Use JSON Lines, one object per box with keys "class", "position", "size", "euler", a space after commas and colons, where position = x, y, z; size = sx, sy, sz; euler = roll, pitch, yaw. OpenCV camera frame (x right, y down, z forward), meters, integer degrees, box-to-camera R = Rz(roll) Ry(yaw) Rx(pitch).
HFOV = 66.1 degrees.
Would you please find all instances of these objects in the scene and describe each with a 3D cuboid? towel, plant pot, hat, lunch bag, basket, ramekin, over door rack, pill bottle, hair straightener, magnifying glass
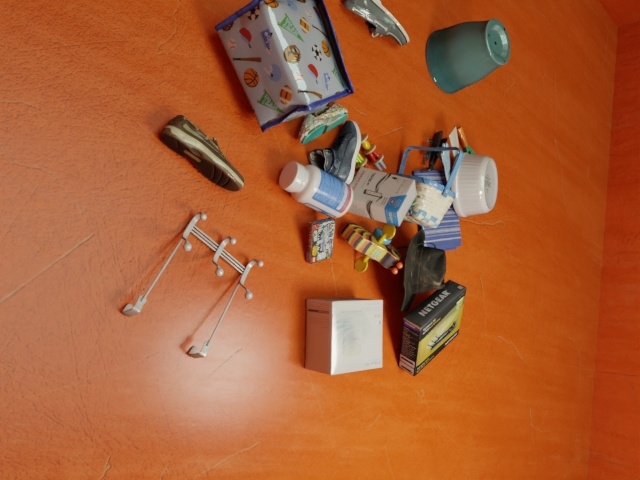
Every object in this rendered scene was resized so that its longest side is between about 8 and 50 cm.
{"class": "towel", "position": [0.474, -0.120, 2.004], "size": [0.243, 0.040, 0.335], "euler": [-7, 90, -38]}
{"class": "plant pot", "position": [0.615, -0.768, 2.011], "size": [0.272, 0.255, 0.271], "euler": [2, 86, -39]}
{"class": "hat", "position": [0.384, 0.114, 1.758], "size": [0.331, 0.134, 0.330], "euler": [11, 90, -71]}
{"class": "lunch bag", "position": [-0.060, -0.545, 1.462], "size": [0.385, 0.239, 0.327], "euler": [-39, 112, -52]}
{"class": "basket", "position": [0.369, -0.204, 1.775], "size": [0.201, 0.255, 0.288], "euler": [26, 82, -38]}
{"class": "ramekin", "position": [0.642, -0.230, 2.034], "size": [0.273, 0.127, 0.272], "euler": [-8, 100, -56]}
{"class": "over door rack", "position": [-0.309, 0.119, 1.289], "size": [0.239, 0.108, 0.324], "euler": [44, 62, -28]}
{"class": "pill bottle", "position": [-0.014, -0.162, 1.538], "size": [0.222, 0.124, 0.124], "euler": [24, 72, -37]}
{"class": "hair straightener", "position": [0.443, -0.362, 1.974], "size": [0.089, 0.047, 0.230], "euler": [47, 59, -27]}
{"class": "magnifying glass", "position": [0.649, -0.391, 2.167], "size": [0.092, 0.026, 0.230], "euler": [-42, 112, -33]}

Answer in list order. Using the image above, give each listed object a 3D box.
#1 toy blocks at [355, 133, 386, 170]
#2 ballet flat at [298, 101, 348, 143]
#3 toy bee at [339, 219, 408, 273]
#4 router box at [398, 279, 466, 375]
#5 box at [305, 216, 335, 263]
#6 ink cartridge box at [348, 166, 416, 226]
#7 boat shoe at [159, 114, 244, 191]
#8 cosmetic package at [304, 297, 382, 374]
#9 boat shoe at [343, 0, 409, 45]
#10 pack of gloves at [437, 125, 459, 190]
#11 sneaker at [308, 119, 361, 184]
{"class": "toy blocks", "position": [0.170, -0.284, 1.743], "size": [0.148, 0.054, 0.123], "euler": [47, 59, -28]}
{"class": "ballet flat", "position": [-0.006, -0.384, 1.600], "size": [0.077, 0.091, 0.241], "euler": [47, 50, 8]}
{"class": "toy bee", "position": [0.215, 0.031, 1.672], "size": [0.299, 0.162, 0.195], "euler": [3, 124, -19]}
{"class": "router box", "position": [0.418, 0.322, 1.836], "size": [0.309, 0.081, 0.242], "euler": [-30, 133, -37]}
{"class": "box", "position": [0.000, 0.000, 1.570], "size": [0.094, 0.027, 0.136], "euler": [-17, 122, -38]}
{"class": "ink cartridge box", "position": [0.198, -0.150, 1.651], "size": [0.148, 0.203, 0.085], "euler": [-59, 151, -25]}
{"class": "boat shoe", "position": [-0.299, -0.240, 1.329], "size": [0.257, 0.095, 0.095], "euler": [40, 57, -30]}
{"class": "cosmetic package", "position": [0.078, 0.300, 1.580], "size": [0.224, 0.138, 0.224], "euler": [4, 86, -39]}
{"class": "boat shoe", "position": [0.205, -0.803, 1.798], "size": [0.320, 0.116, 0.099], "euler": [26, 114, -43]}
{"class": "pack of gloves", "position": [0.522, -0.317, 2.003], "size": [0.195, 0.046, 0.232], "euler": [-53, 134, -41]}
{"class": "sneaker", "position": [0.048, -0.309, 1.622], "size": [0.164, 0.086, 0.226], "euler": [14, 80, -41]}
